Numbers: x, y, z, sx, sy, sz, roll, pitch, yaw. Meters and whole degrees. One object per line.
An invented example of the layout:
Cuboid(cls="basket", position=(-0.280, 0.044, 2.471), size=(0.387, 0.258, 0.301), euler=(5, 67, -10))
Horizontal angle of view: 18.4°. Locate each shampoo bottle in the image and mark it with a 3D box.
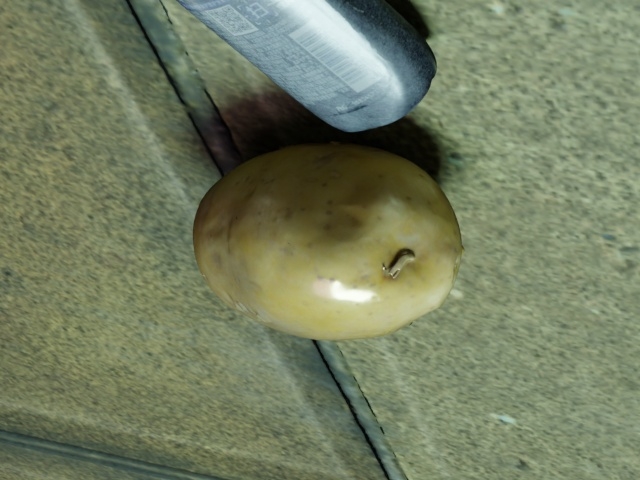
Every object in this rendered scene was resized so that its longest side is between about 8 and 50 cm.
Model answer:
Cuboid(cls="shampoo bottle", position=(-0.047, -0.134, 0.917), size=(0.233, 0.049, 0.087), euler=(38, 151, -29))

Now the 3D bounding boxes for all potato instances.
Cuboid(cls="potato", position=(0.000, 0.000, 1.070), size=(0.178, 0.118, 0.109), euler=(2, 114, 59))
